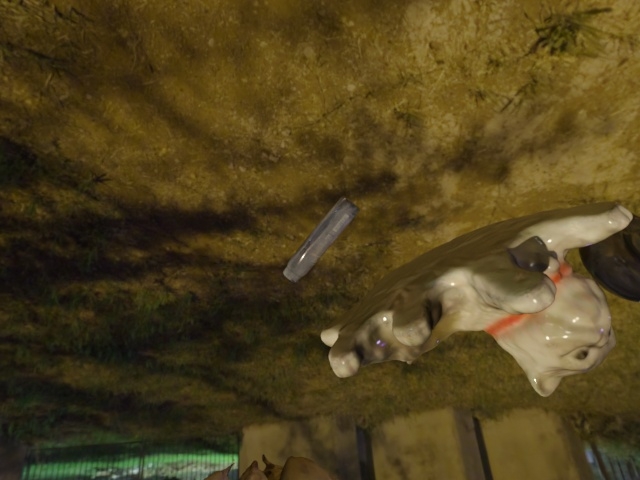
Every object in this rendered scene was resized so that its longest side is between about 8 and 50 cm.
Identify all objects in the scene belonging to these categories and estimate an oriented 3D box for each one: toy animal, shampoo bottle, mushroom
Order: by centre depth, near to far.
[{"bbox_3d":[0.177,0.108,0.489,0.188,0.308,0.266,58,159,-22],"label":"toy animal"},{"bbox_3d":[0.756,0.013,0.948,0.244,0.243,0.243,-4,155,-2],"label":"mushroom"},{"bbox_3d":[0.000,0.000,0.953,0.233,0.049,0.087,-50,160,10],"label":"shampoo bottle"}]

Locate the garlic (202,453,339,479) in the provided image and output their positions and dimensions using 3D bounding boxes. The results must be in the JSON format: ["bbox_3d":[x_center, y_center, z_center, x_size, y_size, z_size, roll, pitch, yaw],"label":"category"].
[{"bbox_3d":[-0.076,0.427,0.597,0.281,0.203,0.184,-6,129,-21],"label":"garlic"}]
